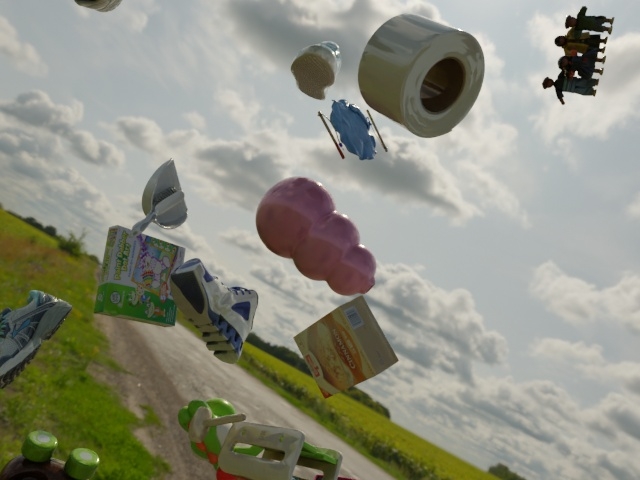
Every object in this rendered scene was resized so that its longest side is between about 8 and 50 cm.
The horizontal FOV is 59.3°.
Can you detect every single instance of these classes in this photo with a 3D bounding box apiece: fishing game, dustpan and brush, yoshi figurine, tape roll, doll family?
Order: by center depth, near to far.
[{"bbox_3d":[0.539,-0.388,1.191,0.111,0.193,0.076,10,5,14],"label":"doll family"},{"bbox_3d":[-0.347,-0.067,1.197,0.060,0.211,0.148,12,-52,29],"label":"dustpan and brush"},{"bbox_3d":[0.231,-0.381,1.301,0.246,0.246,0.169,41,3,-46],"label":"tape roll"},{"bbox_3d":[-0.219,0.548,1.462,0.362,0.203,0.203,54,-27,-2],"label":"yoshi figurine"},{"bbox_3d":[0.083,-0.294,1.511,0.041,0.264,0.189,-28,-91,36],"label":"fishing game"}]

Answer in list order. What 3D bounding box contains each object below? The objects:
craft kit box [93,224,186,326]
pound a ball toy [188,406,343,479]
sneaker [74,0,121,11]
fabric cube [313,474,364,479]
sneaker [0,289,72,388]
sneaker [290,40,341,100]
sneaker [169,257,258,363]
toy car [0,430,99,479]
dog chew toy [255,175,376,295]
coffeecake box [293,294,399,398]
[{"bbox_3d":[-0.518,0.109,1.639,0.060,0.250,0.246,-11,-22,39],"label":"craft kit box"},{"bbox_3d":[-0.140,0.466,1.210,0.208,0.136,0.319,38,-32,-29],"label":"pound a ball toy"},{"bbox_3d":[-0.572,-0.734,1.587,0.297,0.129,0.111,-26,-74,26],"label":"sneaker"},{"bbox_3d":[0.083,0.787,1.398,0.253,0.259,0.259,6,18,5],"label":"fabric cube"},{"bbox_3d":[-0.724,0.232,1.336,0.122,0.283,0.110,36,-54,-10],"label":"sneaker"},{"bbox_3d":[-0.003,-0.525,1.631,0.135,0.150,0.366,21,0,-7],"label":"sneaker"},{"bbox_3d":[-0.278,0.166,1.559,0.127,0.182,0.316,-7,-60,32],"label":"sneaker"},{"bbox_3d":[-0.453,0.420,0.869,0.148,0.155,0.188,26,5,-8],"label":"toy car"},{"bbox_3d":[0.000,0.000,1.348,0.332,0.206,0.207,43,-8,14],"label":"dog chew toy"},{"bbox_3d":[0.044,0.212,1.102,0.185,0.068,0.143,-42,-107,48],"label":"coffeecake box"}]
